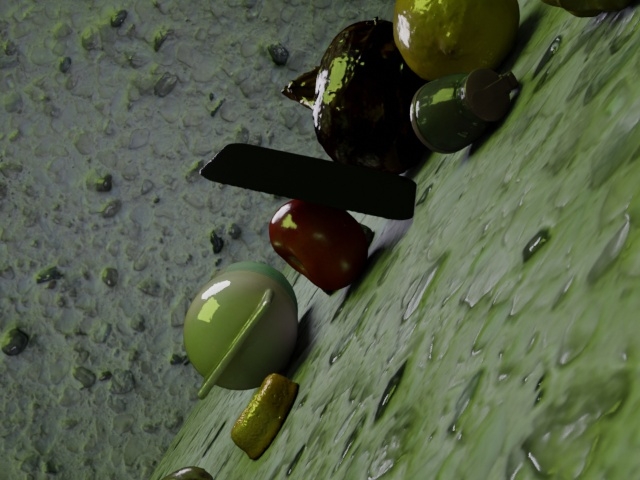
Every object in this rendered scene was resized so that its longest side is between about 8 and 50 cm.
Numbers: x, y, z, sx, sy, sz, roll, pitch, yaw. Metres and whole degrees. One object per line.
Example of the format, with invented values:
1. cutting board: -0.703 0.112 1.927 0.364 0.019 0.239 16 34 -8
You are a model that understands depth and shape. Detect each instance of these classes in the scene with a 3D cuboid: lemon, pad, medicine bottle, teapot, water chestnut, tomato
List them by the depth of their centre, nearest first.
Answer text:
1. teapot: 0.227 -0.198 1.121 0.146 0.148 0.116 162 107 -64
2. pad: -0.022 -0.075 1.322 0.315 0.375 0.063 -65 -14 -67
3. lemon: 0.243 -0.394 1.349 0.236 0.235 0.263 -56 27 6
4. tomato: 0.000 0.000 1.392 0.136 0.195 0.195 -49 3 -13
5. medicine bottle: -0.162 0.181 1.557 0.236 0.235 0.406 -56 5 4
6. water chestnut: 0.086 -0.299 1.586 0.335 0.346 0.336 5 -90 -65

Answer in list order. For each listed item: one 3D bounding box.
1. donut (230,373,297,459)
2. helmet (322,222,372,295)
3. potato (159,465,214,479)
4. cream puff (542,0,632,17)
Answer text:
1. donut: -0.097 0.294 1.274 0.152 0.058 0.152 -55 3 5
2. helmet: 0.024 0.018 1.559 0.153 0.107 0.177 -57 4 -32
3. potato: -0.230 0.445 1.188 0.154 0.137 0.200 -25 -12 -29
4. cream puff: 0.324 -0.398 0.856 0.282 0.185 0.282 -59 2 3
